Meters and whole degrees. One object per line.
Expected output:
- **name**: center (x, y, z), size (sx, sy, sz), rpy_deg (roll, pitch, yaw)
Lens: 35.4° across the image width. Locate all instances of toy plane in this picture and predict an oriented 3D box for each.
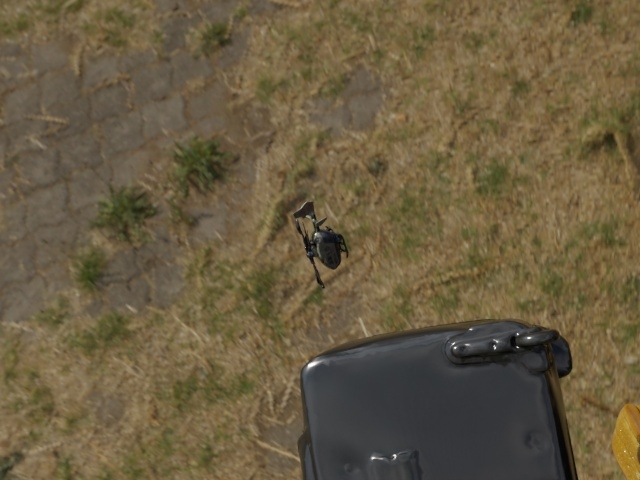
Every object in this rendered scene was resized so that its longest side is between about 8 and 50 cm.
- **toy plane**: center (0.000, 0.000, 1.213), size (0.049, 0.121, 0.031), rpy_deg (-33, 38, -21)

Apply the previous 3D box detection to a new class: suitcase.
- **suitcase**: center (0.144, 0.273, 1.171), size (0.339, 0.188, 0.345), rpy_deg (-11, 85, 13)

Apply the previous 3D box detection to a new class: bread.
- **bread**: center (0.502, 0.338, 1.491), size (0.077, 0.116, 0.200), rpy_deg (-11, 38, -4)
